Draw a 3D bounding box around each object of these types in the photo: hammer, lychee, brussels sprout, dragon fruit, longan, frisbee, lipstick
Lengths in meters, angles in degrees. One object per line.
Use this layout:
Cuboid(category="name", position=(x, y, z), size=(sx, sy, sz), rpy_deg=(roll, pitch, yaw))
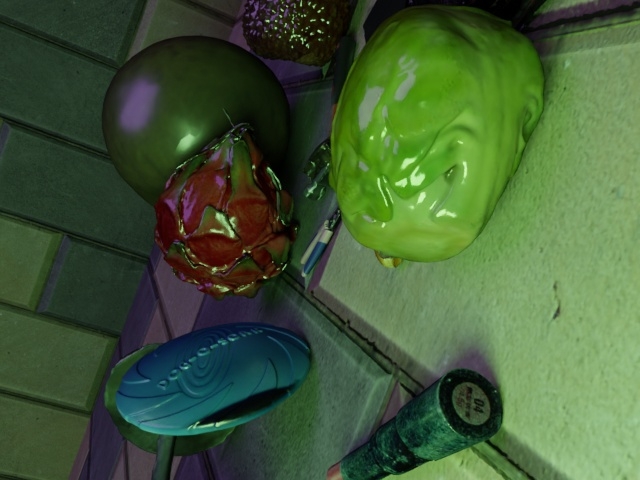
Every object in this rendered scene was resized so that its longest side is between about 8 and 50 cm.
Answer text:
Cuboid(category="hammer", position=(0.025, -0.201, 1.104), size=(0.111, 0.033, 0.287), rpy_deg=(-48, 28, 50))
Cuboid(category="lychee", position=(-0.039, -0.390, 1.242), size=(0.188, 0.188, 0.188), rpy_deg=(-55, 23, 39))
Cuboid(category="brussels sprout", position=(0.084, -0.097, 0.620), size=(0.223, 0.161, 0.223), rpy_deg=(-52, 21, 29))
Cuboid(category="dragon fruit", position=(-0.143, -0.053, 1.118), size=(0.234, 0.234, 0.292), rpy_deg=(-145, 61, -71))
Cuboid(category="longan", position=(-0.218, -0.195, 1.317), size=(0.361, 0.361, 0.360), rpy_deg=(-55, 23, 39))
Cuboid(category="frisbee", position=(-0.133, 0.152, 0.893), size=(0.242, 0.242, 0.045), rpy_deg=(-122, 20, -67))
Cuboid(category="hammer", position=(0.062, -0.089, 0.837), size=(0.125, 0.027, 0.297), rpy_deg=(-36, 24, -5))
Cuboid(category="lipstick", position=(0.061, 0.169, 0.603), size=(0.234, 0.054, 0.053), rpy_deg=(129, 154, -53))

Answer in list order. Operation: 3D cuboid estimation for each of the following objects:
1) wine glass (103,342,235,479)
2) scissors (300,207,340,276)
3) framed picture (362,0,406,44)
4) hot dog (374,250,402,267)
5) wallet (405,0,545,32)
Cuboid(category="wine glass", position=(-0.198, 0.316, 0.890), size=(0.406, 0.267, 0.267), rpy_deg=(-101, 35, -67))
Cuboid(category="scissors", position=(0.000, 0.000, 0.999), size=(0.113, 0.012, 0.039), rpy_deg=(-59, 22, 31))
Cuboid(category="framed picture", position=(0.145, -0.370, 0.969), size=(0.323, 0.013, 0.244), rpy_deg=(-57, 22, 36))
Cuboid(category="hot dog", position=(0.067, -0.019, 0.782), size=(0.056, 0.041, 0.133), rpy_deg=(-60, 21, 27))
Cuboid(category="wallet", position=(0.149, -0.275, 0.764), size=(0.262, 0.072, 0.220), rpy_deg=(130, 151, -57))
